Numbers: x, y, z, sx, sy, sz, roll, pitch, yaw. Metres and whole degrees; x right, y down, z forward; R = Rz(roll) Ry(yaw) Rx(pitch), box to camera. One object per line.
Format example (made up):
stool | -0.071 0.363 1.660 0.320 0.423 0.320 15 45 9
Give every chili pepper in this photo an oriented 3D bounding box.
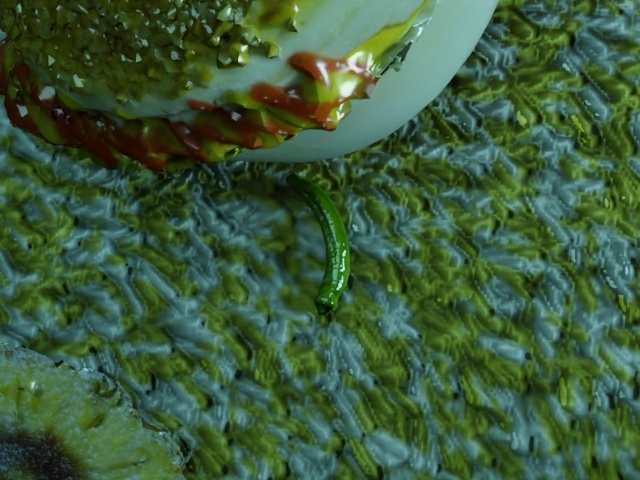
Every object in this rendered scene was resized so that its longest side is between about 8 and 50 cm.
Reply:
chili pepper | 0.000 0.000 0.716 0.030 0.017 0.083 -10 74 9

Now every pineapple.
pineapple | -0.142 0.124 0.625 0.221 0.221 0.047 44 126 18

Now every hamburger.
hamburger | -0.040 -0.171 0.654 0.276 0.179 0.294 7 79 38
